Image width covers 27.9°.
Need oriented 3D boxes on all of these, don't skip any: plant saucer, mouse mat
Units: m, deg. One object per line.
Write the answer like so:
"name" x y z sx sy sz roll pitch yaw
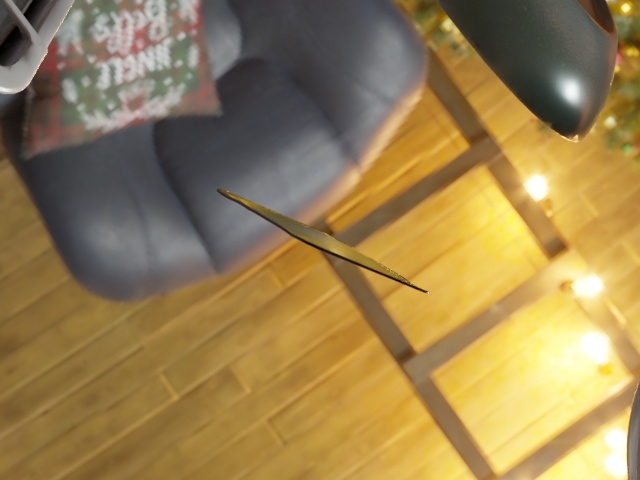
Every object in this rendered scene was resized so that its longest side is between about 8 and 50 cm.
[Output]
"plant saucer" 0.062 -0.194 0.629 0.043 0.318 0.317 -31 171 21
"mouse mat" 0.000 0.000 1.196 0.152 0.189 0.007 23 95 -35

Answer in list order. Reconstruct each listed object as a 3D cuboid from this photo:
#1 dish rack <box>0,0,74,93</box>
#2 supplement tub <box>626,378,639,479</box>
"dish rack" -0.272 -0.278 0.911 0.072 0.286 0.333 -16 -146 22
"supplement tub" 0.308 0.121 0.742 0.235 0.235 0.325 -40 162 16
